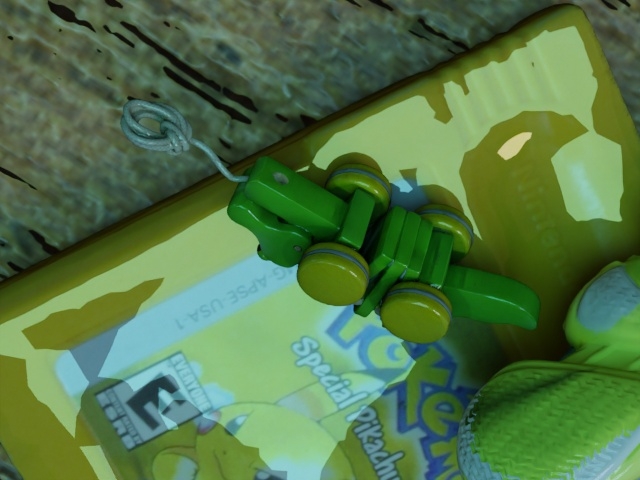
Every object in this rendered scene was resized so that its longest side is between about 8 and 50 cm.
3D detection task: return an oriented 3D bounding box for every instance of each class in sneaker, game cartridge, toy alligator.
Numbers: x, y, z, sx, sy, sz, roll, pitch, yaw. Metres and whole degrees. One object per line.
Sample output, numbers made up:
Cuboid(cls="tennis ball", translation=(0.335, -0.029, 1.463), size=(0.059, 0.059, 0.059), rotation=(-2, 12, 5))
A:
Cuboid(cls="sneaker", translation=(0.166, 0.054, 0.466), size=(0.240, 0.091, 0.126), rotation=(-33, 133, -7))
Cuboid(cls="game cartridge", translation=(0.030, 0.086, 0.519), size=(0.323, 0.053, 0.285), rotation=(-26, 102, 6))
Cuboid(cls="toy alligator", translation=(0.000, 0.000, 0.454), size=(0.189, 0.056, 0.051), rotation=(25, 140, -7))
